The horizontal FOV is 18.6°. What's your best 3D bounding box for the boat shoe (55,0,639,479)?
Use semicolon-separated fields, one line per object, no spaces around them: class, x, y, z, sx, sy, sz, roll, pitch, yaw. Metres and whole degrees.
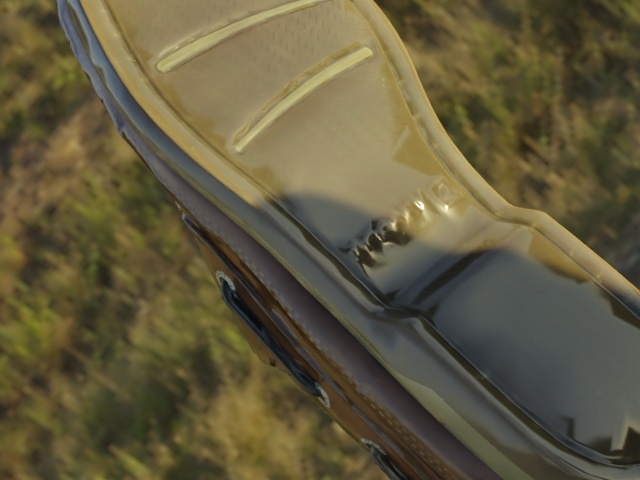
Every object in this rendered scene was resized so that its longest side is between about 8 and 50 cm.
boat shoe;0.000;0.000;0.695;0.111;0.307;0.104;-26;-25;-31
